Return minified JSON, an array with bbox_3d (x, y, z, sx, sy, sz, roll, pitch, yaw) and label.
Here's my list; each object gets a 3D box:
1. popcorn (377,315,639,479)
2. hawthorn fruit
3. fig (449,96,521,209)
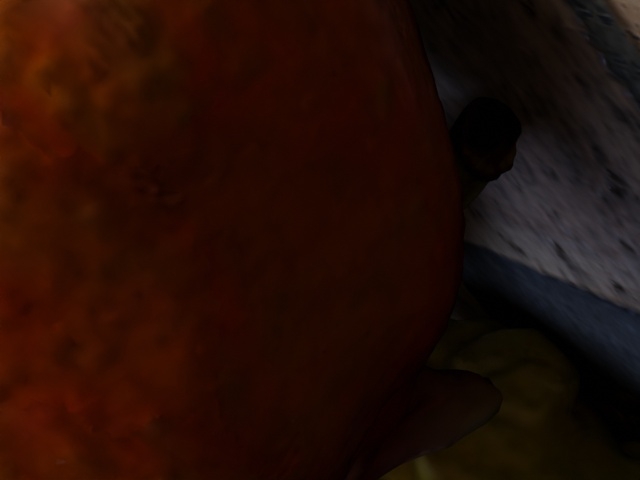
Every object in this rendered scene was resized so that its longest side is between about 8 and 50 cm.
[{"bbox_3d":[0.082,0.160,0.862,0.226,0.200,0.203,35,154,31],"label":"popcorn"},{"bbox_3d":[-0.100,-0.024,0.542,0.295,0.295,0.311,28,145,57],"label":"hawthorn fruit"},{"bbox_3d":[-0.033,-0.003,0.735,0.190,0.190,0.290,43,169,0],"label":"fig"}]
